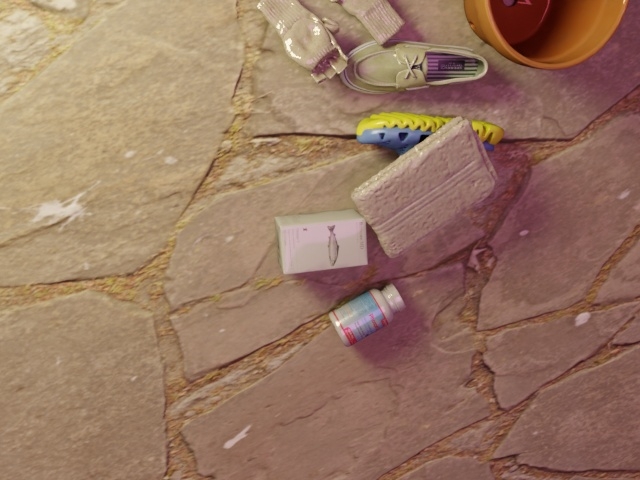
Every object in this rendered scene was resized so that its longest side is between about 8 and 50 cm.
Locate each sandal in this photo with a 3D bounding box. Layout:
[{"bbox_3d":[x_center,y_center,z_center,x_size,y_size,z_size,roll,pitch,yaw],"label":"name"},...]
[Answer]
[{"bbox_3d":[0.227,-0.192,1.261,0.317,0.126,0.138,5,108,-11],"label":"sandal"}]

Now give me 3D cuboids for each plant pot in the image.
[{"bbox_3d":[0.410,-0.480,1.171,0.290,0.203,0.291,-3,105,-10],"label":"plant pot"}]

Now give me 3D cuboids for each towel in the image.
[{"bbox_3d":[0.213,-0.105,1.217,0.282,0.049,0.187,-34,122,4],"label":"towel"}]

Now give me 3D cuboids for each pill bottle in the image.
[{"bbox_3d":[0.105,0.163,1.348,0.160,0.087,0.087,-30,109,-2],"label":"pill bottle"}]

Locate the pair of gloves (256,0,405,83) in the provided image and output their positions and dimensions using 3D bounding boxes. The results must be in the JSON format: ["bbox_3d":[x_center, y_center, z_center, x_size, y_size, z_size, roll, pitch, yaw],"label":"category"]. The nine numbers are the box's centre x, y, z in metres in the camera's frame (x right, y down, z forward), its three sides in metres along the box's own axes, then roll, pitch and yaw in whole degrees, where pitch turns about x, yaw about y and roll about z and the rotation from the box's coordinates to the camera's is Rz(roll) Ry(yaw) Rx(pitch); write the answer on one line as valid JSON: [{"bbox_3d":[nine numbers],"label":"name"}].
[{"bbox_3d":[0.023,-0.435,1.162,0.240,0.042,0.204,-35,93,-9],"label":"pair of gloves"}]

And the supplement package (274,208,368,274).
[{"bbox_3d":[0.000,0.000,1.273,0.179,0.105,0.105,-7,104,-10],"label":"supplement package"}]

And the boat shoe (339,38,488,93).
[{"bbox_3d":[0.190,-0.356,1.218,0.302,0.094,0.109,-7,106,-9],"label":"boat shoe"}]
